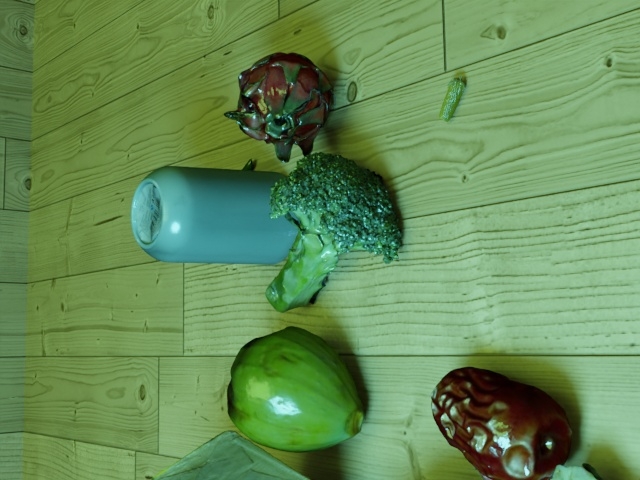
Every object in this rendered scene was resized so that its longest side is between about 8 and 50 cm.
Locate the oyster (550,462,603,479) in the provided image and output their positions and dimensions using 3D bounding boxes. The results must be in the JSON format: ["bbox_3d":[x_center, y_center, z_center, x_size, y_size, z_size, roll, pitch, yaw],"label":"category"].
[{"bbox_3d":[0.390,0.477,1.133,0.354,0.107,0.201,54,129,20],"label":"oyster"}]

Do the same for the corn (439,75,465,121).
[{"bbox_3d":[0.228,-0.247,1.488,0.027,0.028,0.083,-121,49,-62],"label":"corn"}]

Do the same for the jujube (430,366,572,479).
[{"bbox_3d":[0.269,0.276,1.300,0.230,0.155,0.155,31,110,57],"label":"jujube"}]

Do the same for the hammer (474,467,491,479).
[{"bbox_3d":[0.263,0.353,1.375,0.083,0.043,0.043,52,124,38],"label":"hammer"}]

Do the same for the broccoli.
[{"bbox_3d":[-0.019,-0.014,1.653,0.252,0.221,0.361,51,133,-5],"label":"broccoli"}]

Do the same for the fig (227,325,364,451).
[{"bbox_3d":[-0.040,0.290,1.614,0.271,0.239,0.239,22,105,18],"label":"fig"}]

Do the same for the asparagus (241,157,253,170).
[{"bbox_3d":[-0.178,-0.149,1.967,0.108,0.021,0.025,-51,55,33],"label":"asparagus"}]

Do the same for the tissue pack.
[{"bbox_3d":[-0.118,0.587,1.566,0.293,0.228,0.381,16,126,50],"label":"tissue pack"}]

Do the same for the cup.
[{"bbox_3d":[-0.222,-0.053,1.785,0.205,0.312,0.205,-3,86,51],"label":"cup"}]

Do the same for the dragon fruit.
[{"bbox_3d":[-0.072,-0.273,1.699,0.193,0.192,0.274,-52,21,21],"label":"dragon fruit"}]
